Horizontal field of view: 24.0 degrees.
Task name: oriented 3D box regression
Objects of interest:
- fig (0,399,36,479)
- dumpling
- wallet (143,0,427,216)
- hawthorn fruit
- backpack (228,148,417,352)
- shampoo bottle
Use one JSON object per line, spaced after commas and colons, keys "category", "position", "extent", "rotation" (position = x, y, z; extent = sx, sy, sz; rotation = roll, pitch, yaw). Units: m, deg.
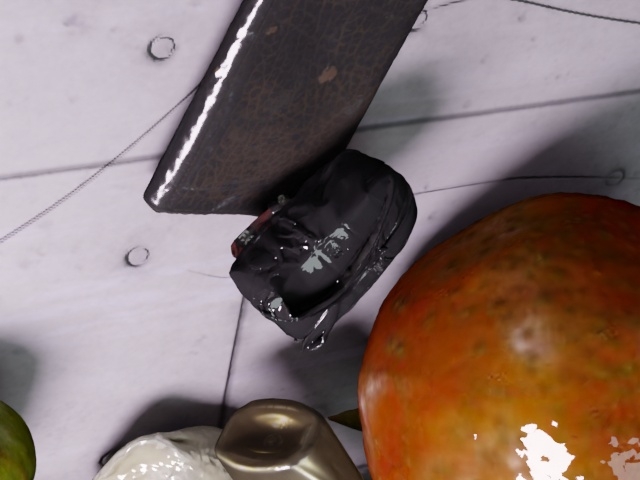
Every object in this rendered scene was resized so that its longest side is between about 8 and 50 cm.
{"category": "fig", "position": [-0.341, 0.203, 1.274], "extent": [0.191, 0.181, 0.181], "rotation": [27, 117, -19]}
{"category": "dumpling", "position": [-0.144, 0.258, 1.496], "extent": [0.166, 0.126, 0.216], "rotation": [-23, 160, 23]}
{"category": "wallet", "position": [-0.014, -0.146, 1.201], "extent": [0.170, 0.044, 0.321], "rotation": [2, 130, -38]}
{"category": "hawthorn fruit", "position": [0.201, 0.152, 1.413], "extent": [0.403, 0.403, 0.403], "rotation": [-17, 139, -16]}
{"category": "backpack", "position": [0.002, 0.000, 1.259], "extent": [0.165, 0.106, 0.120], "rotation": [-51, 156, -8]}
{"category": "shampoo bottle", "position": [0.016, 0.291, 1.488], "extent": [0.084, 0.126, 0.350], "rotation": [-62, 141, -33]}
